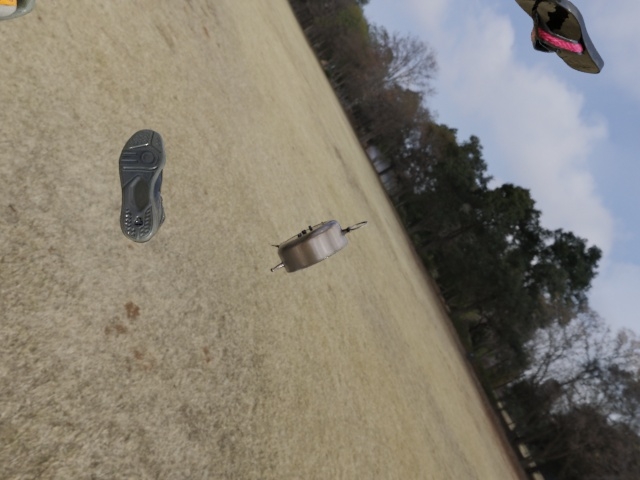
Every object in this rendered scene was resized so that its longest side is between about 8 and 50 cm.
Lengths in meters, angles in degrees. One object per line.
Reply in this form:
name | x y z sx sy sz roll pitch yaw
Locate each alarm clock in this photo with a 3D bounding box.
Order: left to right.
alarm clock | 0.000 0.000 0.824 0.064 0.191 0.129 67 15 -7

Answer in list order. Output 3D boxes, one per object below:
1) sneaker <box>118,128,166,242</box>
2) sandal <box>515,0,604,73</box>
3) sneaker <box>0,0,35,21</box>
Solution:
sneaker | -0.362 -0.105 0.902 0.130 0.087 0.228 160 -70 -71
sandal | 0.301 -0.251 0.555 0.179 0.040 0.067 24 15 -35
sneaker | -0.353 -0.239 0.394 0.107 0.100 0.272 18 26 -18
